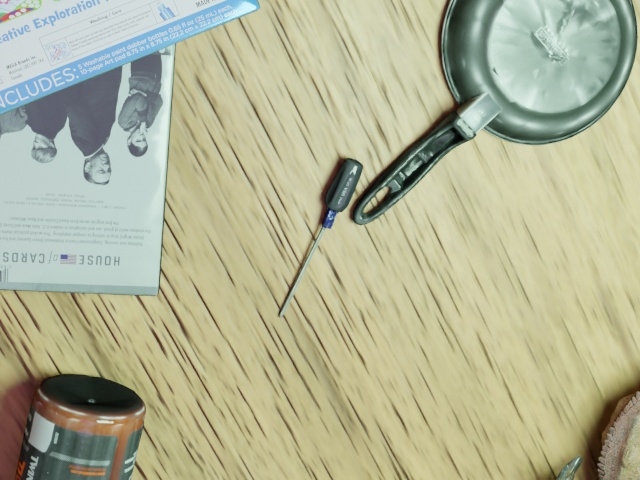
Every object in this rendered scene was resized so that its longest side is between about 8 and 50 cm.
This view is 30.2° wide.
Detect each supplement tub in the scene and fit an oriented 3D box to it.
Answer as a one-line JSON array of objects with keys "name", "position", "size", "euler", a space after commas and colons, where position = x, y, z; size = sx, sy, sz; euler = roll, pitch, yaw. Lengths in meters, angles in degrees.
[{"name": "supplement tub", "position": [-0.231, 0.231, 1.094], "size": [0.106, 0.106, 0.198], "euler": [12, 101, -13]}]

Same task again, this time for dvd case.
[{"name": "dvd case", "position": [-0.226, -0.070, 1.059], "size": [0.179, 0.029, 0.238], "euler": [3, 104, -12]}]

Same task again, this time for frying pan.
[{"name": "frying pan", "position": [0.152, -0.160, 1.102], "size": [0.326, 0.053, 0.197], "euler": [-24, 106, -7]}]

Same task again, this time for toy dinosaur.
[{"name": "toy dinosaur", "position": [0.317, 0.225, 1.193], "size": [0.200, 0.127, 0.295], "euler": [15, 95, -7]}]

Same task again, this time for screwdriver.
[{"name": "screwdriver", "position": [0.000, 0.000, 1.128], "size": [0.025, 0.024, 0.170], "euler": [8, 111, -42]}]

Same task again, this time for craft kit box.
[{"name": "craft kit box", "position": [-0.211, -0.260, 0.984], "size": [0.250, 0.061, 0.246], "euler": [-23, 103, -7]}]
